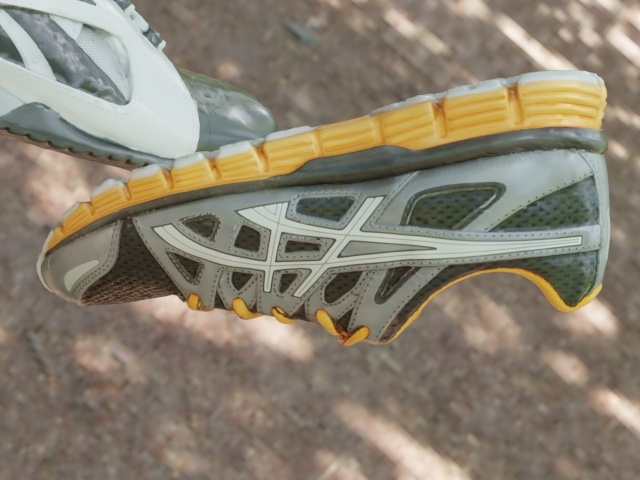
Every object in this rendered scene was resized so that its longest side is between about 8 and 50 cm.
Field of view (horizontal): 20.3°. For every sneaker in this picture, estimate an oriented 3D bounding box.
[{"bbox_3d":[-0.139,-0.117,0.798,0.331,0.146,0.122,17,-3,-38],"label":"sneaker"},{"bbox_3d":[0.000,0.000,0.628,0.084,0.215,0.083,-24,101,-70],"label":"sneaker"}]
